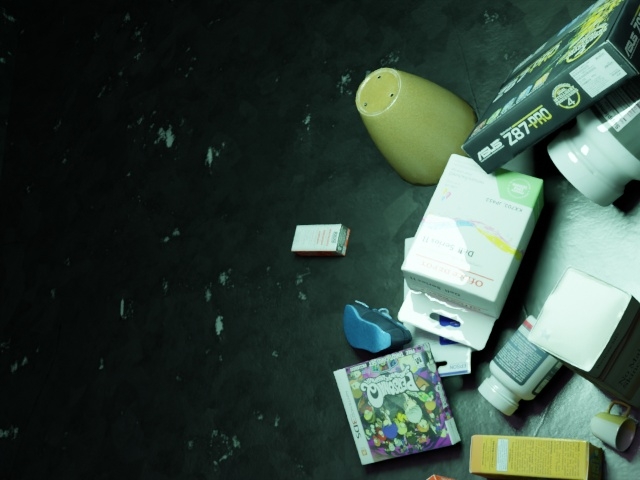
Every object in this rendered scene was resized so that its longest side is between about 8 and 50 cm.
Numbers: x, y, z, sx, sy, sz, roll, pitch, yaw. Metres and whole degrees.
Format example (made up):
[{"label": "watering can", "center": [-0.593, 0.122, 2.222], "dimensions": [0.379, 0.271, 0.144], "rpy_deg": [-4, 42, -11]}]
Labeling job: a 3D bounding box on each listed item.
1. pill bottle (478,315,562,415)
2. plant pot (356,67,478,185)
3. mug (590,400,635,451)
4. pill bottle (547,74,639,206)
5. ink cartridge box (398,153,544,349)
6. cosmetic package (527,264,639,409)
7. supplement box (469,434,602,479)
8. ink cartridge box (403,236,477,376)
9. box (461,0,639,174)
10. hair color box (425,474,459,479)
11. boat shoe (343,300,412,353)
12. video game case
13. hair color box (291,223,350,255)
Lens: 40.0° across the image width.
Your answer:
[{"label": "pill bottle", "center": [0.393, 0.246, 1.704], "dimensions": [0.180, 0.108, 0.108], "rpy_deg": [-52, 48, 7]}, {"label": "plant pot", "center": [0.197, -0.282, 2.008], "dimensions": [0.237, 0.254, 0.237], "rpy_deg": [-18, 59, 33]}, {"label": "mug", "center": [0.531, 0.337, 1.594], "dimensions": [0.078, 0.062, 0.064], "rpy_deg": [-38, 31, -25]}, {"label": "pill bottle", "center": [0.624, -0.246, 1.668], "dimensions": [0.363, 0.210, 0.210], "rpy_deg": [-46, 48, 26]}, {"label": "ink cartridge box", "center": [0.302, 0.021, 1.799], "dimensions": [0.207, 0.119, 0.353], "rpy_deg": [19, 72, 20]}, {"label": "cosmetic package", "center": [0.501, 0.176, 1.523], "dimensions": [0.129, 0.296, 0.153], "rpy_deg": [29, 90, 44]}, {"label": "supplement box", "center": [0.401, 0.411, 1.643], "dimensions": [0.233, 0.078, 0.080], "rpy_deg": [-9, 65, 36]}, {"label": "ink cartridge box", "center": [0.261, 0.141, 1.888], "dimensions": [0.165, 0.065, 0.333], "rpy_deg": [-12, 61, 34]}, {"label": "box", "center": [0.482, -0.329, 1.720], "dimensions": [0.395, 0.097, 0.318], "rpy_deg": [-37, 11, 51]}, {"label": "hair color box", "center": [0.231, 0.499, 1.674], "dimensions": [0.093, 0.167, 0.053], "rpy_deg": [-38, 52, 19]}, {"label": "boat shoe", "center": [0.122, 0.203, 1.933], "dimensions": [0.258, 0.089, 0.109], "rpy_deg": [-144, 54, -67]}, {"label": "video game case", "center": [0.156, 0.343, 1.834], "dimensions": [0.232, 0.042, 0.210], "rpy_deg": [-22, 82, 33]}, {"label": "hair color box", "center": [0.000, 0.000, 2.174], "dimensions": [0.141, 0.043, 0.072], "rpy_deg": [0, 70, 39]}]
